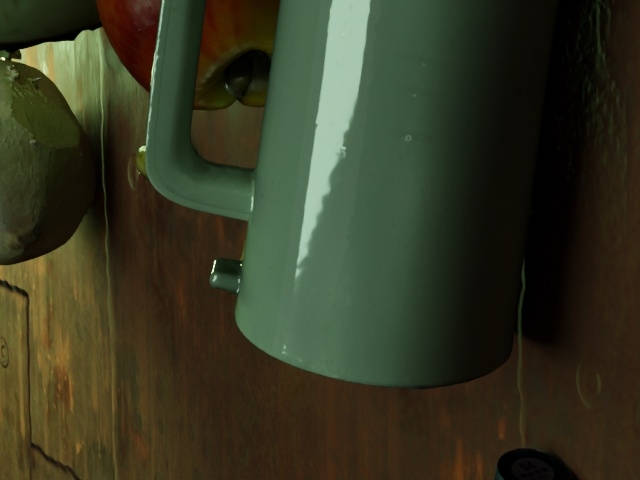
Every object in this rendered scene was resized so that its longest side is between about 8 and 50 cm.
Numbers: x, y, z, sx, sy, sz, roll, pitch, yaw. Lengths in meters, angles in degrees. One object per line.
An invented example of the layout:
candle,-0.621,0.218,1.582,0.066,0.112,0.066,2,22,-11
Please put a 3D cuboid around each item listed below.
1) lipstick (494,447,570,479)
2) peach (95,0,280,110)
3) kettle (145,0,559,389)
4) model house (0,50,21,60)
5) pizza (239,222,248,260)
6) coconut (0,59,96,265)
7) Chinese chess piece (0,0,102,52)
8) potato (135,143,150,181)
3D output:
lipstick,0.135,0.264,1.394,0.053,0.053,0.234,48,136,48
peach,-0.060,-0.240,1.469,0.281,0.238,0.280,-178,90,-72
kettle,0.032,-0.086,1.329,0.265,0.205,0.318,20,115,28
model house,-0.384,-0.390,2.129,0.244,0.169,0.326,-127,43,-55
pizza,0.000,0.007,1.590,0.271,0.056,0.134,-41,61,58
coconut,-0.350,-0.076,2.067,0.234,0.224,0.224,49,136,49
Chinese chess piece,-0.294,-0.338,1.764,0.146,0.349,0.349,90,157,-51
potato,-0.155,-0.079,1.868,0.046,0.045,0.092,-59,25,-11
